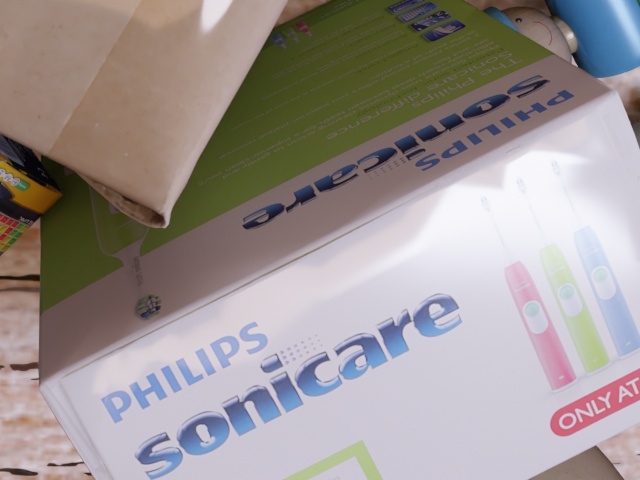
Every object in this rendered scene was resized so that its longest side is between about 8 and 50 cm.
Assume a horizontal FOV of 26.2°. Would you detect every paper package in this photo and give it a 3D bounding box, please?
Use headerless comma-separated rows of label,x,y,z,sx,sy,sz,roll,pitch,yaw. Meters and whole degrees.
paper package,-0.056,-0.210,0.476,0.168,0.309,0.324,27,101,-15

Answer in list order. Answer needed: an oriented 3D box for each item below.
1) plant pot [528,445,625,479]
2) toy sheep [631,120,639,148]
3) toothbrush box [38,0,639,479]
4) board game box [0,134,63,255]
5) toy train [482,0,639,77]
plant pot,0.085,0.240,0.689,0.284,0.191,0.284,-10,114,-22
toy sheep,0.172,-0.023,0.704,0.132,0.091,0.091,-34,112,22
toothbrush box,0.000,0.000,0.573,0.206,0.283,0.122,-27,111,-2
board game box,-0.210,-0.032,0.590,0.141,0.170,0.048,-44,151,7
toy train,0.095,-0.184,0.619,0.143,0.105,0.248,-32,111,-1
